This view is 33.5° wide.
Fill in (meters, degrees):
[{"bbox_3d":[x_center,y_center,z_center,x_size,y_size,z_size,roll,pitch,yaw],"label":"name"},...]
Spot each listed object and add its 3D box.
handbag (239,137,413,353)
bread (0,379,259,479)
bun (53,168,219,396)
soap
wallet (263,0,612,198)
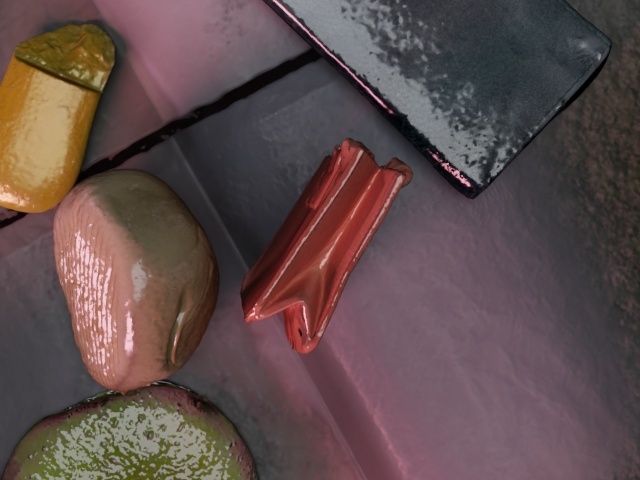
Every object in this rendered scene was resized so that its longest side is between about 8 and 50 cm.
[{"bbox_3d":[0.000,0.000,0.817,0.059,0.212,0.157,31,89,-6],"label":"handbag"},{"bbox_3d":[-0.161,0.232,0.902,0.229,0.033,0.228,0,93,-4],"label":"bread"},{"bbox_3d":[-0.137,0.030,0.841,0.113,0.173,0.166,-13,58,-30],"label":"bun"},{"bbox_3d":[-0.230,-0.106,0.879,0.089,0.033,0.168,17,90,-9],"label":"soap"},{"bbox_3d":[0.058,-0.223,0.898,0.379,0.046,0.190,43,87,-5],"label":"wallet"}]
